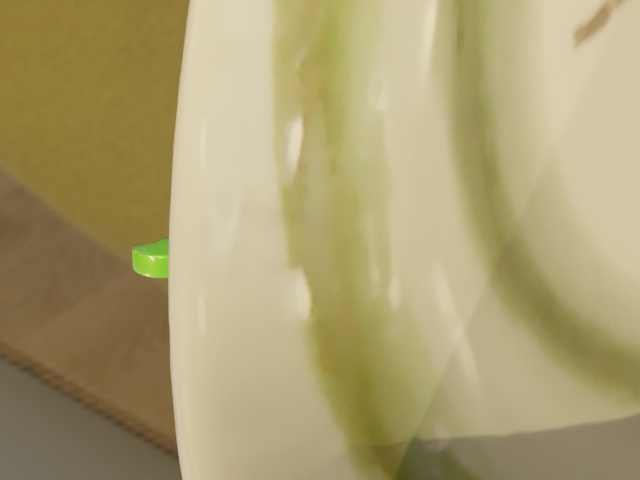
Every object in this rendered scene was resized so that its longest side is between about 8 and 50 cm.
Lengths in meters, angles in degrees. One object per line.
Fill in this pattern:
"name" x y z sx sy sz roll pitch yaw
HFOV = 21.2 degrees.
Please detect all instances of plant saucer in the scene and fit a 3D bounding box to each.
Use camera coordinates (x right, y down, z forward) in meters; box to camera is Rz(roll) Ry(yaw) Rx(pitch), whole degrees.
"plant saucer" 0.078 -0.084 0.332 0.101 0.400 0.400 12 137 -21

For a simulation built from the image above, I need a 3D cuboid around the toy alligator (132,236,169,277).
"toy alligator" 0.000 0.000 0.868 0.190 0.051 0.056 -1 122 -4
